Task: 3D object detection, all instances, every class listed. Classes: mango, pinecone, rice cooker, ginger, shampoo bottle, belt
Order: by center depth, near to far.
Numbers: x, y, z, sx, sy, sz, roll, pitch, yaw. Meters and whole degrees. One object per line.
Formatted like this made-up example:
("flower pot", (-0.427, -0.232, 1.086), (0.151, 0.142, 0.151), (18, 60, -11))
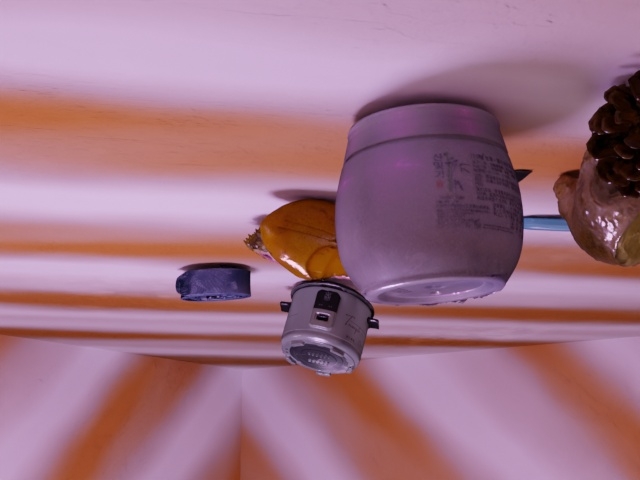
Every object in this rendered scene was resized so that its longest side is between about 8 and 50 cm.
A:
("pinecone", (0.431, -0.148, 1.194), (0.162, 0.163, 0.165), (-4, 154, 15))
("shampoo bottle", (0.156, -0.049, 1.340), (0.272, 0.267, 0.273), (-2, 165, -1))
("ginger", (0.478, -0.055, 1.544), (0.130, 0.221, 0.276), (-32, 135, -3))
("mango", (0.000, 0.000, 1.751), (0.252, 0.154, 0.126), (13, -176, -22))
("belt", (-0.271, 0.111, 2.326), (0.190, 0.082, 0.141), (-5, 168, 15))
("rice cooker", (0.018, 0.228, 2.503), (0.280, 0.227, 0.241), (9, 149, 12))

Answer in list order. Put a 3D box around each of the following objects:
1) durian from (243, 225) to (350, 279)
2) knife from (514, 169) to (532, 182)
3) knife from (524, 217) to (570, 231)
("durian", (0.009, 0.016, 1.931), (0.341, 0.112, 0.191), (8, 175, -1))
("knife", (0.260, -0.105, 1.625), (0.230, 0.028, 0.060), (-6, 152, 16))
("knife", (0.516, -0.036, 1.873), (0.221, 0.031, 0.064), (2, 170, 7))
